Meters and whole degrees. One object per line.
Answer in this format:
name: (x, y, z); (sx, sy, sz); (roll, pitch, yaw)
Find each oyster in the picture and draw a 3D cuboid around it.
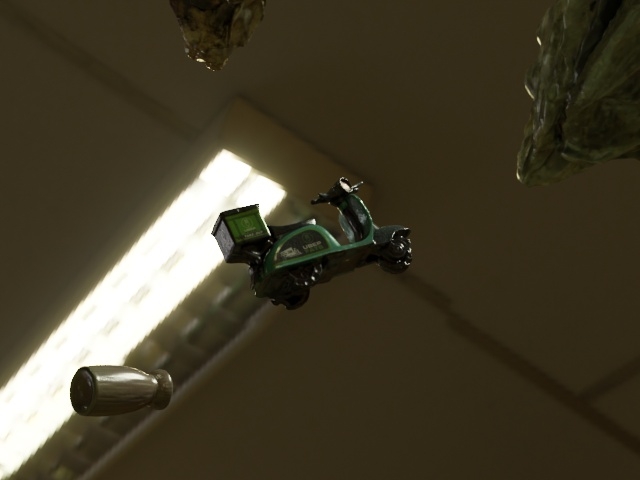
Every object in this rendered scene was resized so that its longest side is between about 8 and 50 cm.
oyster: (-0.098, -0.312, 1.536); (0.161, 0.233, 0.107); (18, -8, 33)
oyster: (0.212, -0.120, 0.657); (0.267, 0.112, 0.198); (-12, -53, 11)

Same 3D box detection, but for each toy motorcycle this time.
toy motorcycle: (0.000, 0.000, 1.204); (0.100, 0.173, 0.058); (64, -29, 20)

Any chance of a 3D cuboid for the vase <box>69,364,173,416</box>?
vase: (-0.205, 0.155, 1.417); (0.100, 0.053, 0.053); (5, -30, -43)
